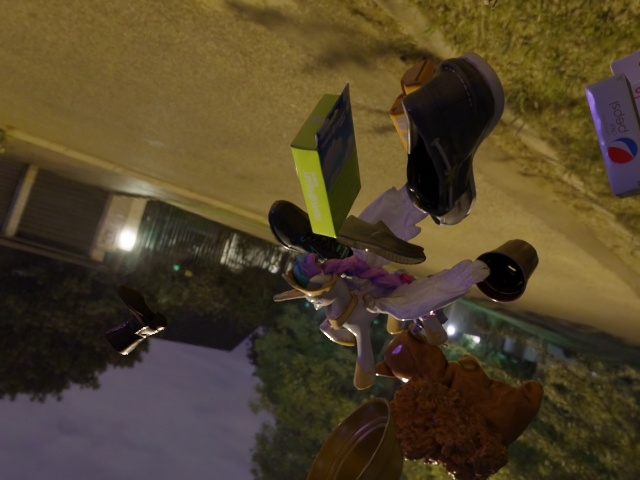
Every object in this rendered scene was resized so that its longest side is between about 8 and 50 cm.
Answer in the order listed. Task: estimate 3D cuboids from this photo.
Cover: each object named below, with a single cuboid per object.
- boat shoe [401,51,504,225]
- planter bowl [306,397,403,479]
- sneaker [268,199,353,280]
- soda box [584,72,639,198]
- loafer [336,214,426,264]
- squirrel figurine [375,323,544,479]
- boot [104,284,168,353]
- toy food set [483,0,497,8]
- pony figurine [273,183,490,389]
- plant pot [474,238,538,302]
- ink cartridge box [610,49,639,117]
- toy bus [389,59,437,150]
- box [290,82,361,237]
[{"bbox_3d":[0.140,-0.099,0.672,0.095,0.112,0.335,-27,158,-5],"label":"boat shoe"},{"bbox_3d":[0.075,0.384,0.906,0.090,0.217,0.217,42,170,-6],"label":"planter bowl"},{"bbox_3d":[0.000,0.000,1.153,0.106,0.101,0.267,-9,138,47],"label":"sneaker"},{"bbox_3d":[0.554,-0.189,0.980,0.069,0.216,0.074,-17,167,37],"label":"soda box"},{"bbox_3d":[0.096,-0.003,0.830,0.148,0.050,0.056,18,165,5],"label":"loafer"},{"bbox_3d":[0.307,0.392,1.342,0.370,0.281,0.397,45,-151,12],"label":"squirrel figurine"},{"bbox_3d":[-0.327,0.135,0.882,0.114,0.037,0.106,-31,112,24],"label":"boot"},{"bbox_3d":[0.463,-0.693,1.453,0.019,0.078,0.122,34,-173,32],"label":"toy food set"},{"bbox_3d":[0.124,0.102,1.029,0.363,0.351,0.303,57,-176,-43],"label":"pony figurine"},{"bbox_3d":[0.581,0.081,1.635,0.167,0.167,0.165,10,-153,41],"label":"plant pot"},{"bbox_3d":[0.894,-0.332,1.346,0.207,0.353,0.119,-21,-178,32],"label":"ink cartridge box"},{"bbox_3d":[0.279,-0.280,1.355,0.130,0.108,0.332,-3,134,38],"label":"toy bus"},{"bbox_3d":[0.012,-0.102,0.693,0.042,0.109,0.178,12,143,21],"label":"box"}]
